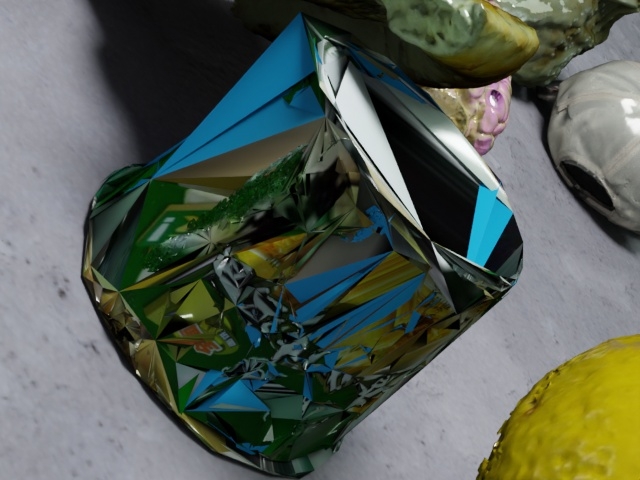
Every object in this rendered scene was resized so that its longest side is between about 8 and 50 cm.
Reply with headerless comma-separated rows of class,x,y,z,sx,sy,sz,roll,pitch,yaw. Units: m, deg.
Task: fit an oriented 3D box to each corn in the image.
corn,0.131,-0.168,1.332,0.126,0.127,0.335,47,26,-11

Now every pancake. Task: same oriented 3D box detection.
pancake,0.001,-0.161,0.970,0.305,0.066,0.427,11,9,-35

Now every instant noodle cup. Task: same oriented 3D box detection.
instant noodle cup,0.000,0.000,0.838,0.240,0.178,0.240,39,28,-26

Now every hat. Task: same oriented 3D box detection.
hat,0.374,-0.127,1.647,0.232,0.161,0.275,57,22,-1

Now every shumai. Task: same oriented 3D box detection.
shumai,0.256,-0.313,1.611,0.261,0.222,0.225,-7,62,-57

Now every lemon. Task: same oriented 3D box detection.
lemon,0.216,0.191,0.861,0.258,0.258,0.310,43,39,-20
